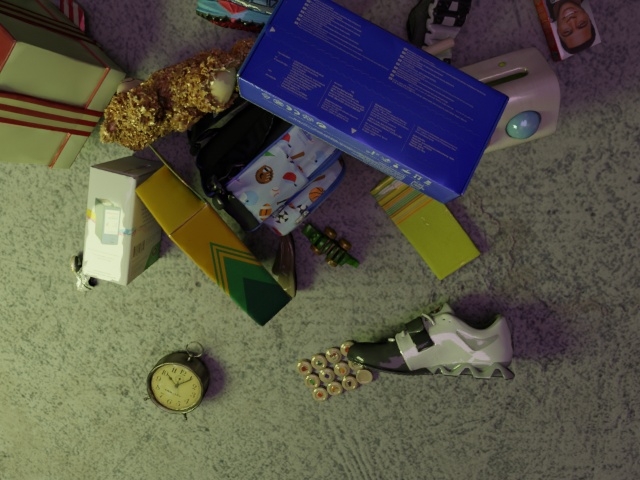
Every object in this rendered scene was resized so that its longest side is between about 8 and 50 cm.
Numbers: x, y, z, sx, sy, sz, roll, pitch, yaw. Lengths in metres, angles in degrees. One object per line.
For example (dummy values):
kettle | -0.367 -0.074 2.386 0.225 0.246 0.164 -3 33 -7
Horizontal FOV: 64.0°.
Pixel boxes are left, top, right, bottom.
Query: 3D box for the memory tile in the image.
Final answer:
memory tile | 0.031 0.289 1.126 0.148 0.012 0.113 -26 103 11

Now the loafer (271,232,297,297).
loafer | -0.075 0.049 1.040 0.050 0.056 0.148 -3 106 -1

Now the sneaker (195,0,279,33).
sneaker | -0.083 -0.420 0.876 0.261 0.104 0.125 11 105 1

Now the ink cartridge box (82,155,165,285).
ink cartridge box | -0.370 -0.045 0.986 0.093 0.154 0.213 15 108 2

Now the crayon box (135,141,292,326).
crayon box | -0.198 -0.007 0.890 0.081 0.202 0.318 -42 130 -8

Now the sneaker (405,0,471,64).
sneaker | 0.185 -0.341 0.892 0.078 0.106 0.234 1 133 -16

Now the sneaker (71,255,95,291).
sneaker | -0.508 0.069 1.101 0.036 0.032 0.083 -10 111 -6

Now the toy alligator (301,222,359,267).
toy alligator | 0.000 0.000 1.021 0.189 0.051 0.056 38 106 -7

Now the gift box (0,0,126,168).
gift box | -0.525 -0.301 0.877 0.255 0.258 0.276 -45 79 17

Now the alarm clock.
alarm clock | -0.305 0.298 1.131 0.129 0.064 0.192 28 109 -3

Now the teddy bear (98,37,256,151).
teddy bear | -0.239 -0.254 0.856 0.338 0.245 0.113 2 134 49

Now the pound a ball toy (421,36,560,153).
pound a ball toy | 0.216 -0.218 0.844 0.319 0.136 0.208 -15 144 8

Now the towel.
towel | 0.207 -0.037 1.011 0.102 0.021 0.237 -36 102 20

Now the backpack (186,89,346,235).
backpack | -0.070 -0.158 0.879 0.263 0.276 0.213 -45 128 8

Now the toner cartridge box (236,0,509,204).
toner cartridge box | 0.073 -0.206 0.734 0.347 0.075 0.165 28 81 -2

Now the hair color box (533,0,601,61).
hair color box | 0.415 -0.388 0.872 0.072 0.043 0.141 -24 104 11

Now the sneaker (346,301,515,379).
sneaker | 0.218 0.197 1.041 0.330 0.122 0.146 -1 89 6
